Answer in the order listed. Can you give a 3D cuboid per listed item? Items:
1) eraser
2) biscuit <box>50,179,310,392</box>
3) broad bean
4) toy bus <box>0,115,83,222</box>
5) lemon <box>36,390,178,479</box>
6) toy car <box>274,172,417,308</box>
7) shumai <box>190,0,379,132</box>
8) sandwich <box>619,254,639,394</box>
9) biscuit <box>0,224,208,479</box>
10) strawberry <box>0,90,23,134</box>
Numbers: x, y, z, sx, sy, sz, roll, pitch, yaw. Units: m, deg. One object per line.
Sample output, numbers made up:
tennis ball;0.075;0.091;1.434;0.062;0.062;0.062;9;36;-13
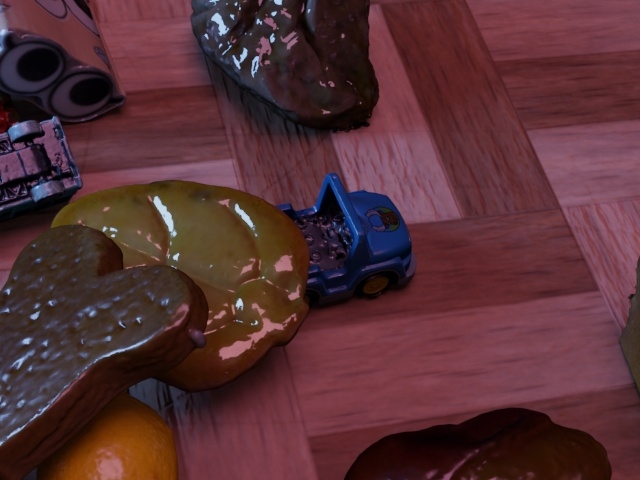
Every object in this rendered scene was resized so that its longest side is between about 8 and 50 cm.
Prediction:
eraser;-0.318;-0.270;1.265;0.087;0.171;0.291;-37;56;17
biscuit;-0.132;0.027;1.060;0.260;0.041;0.203;24;68;17
broad bean;0.129;0.207;0.978;0.228;0.156;0.122;-6;95;-22
toy bus;-0.317;-0.053;1.124;0.160;0.092;0.079;-20;87;-23
lemon;-0.170;0.184;0.951;0.114;0.114;0.155;-1;49;-10
toy car;0.000;0.000;1.129;0.191;0.100;0.097;-12;55;-19
shumai;-0.034;-0.245;1.260;0.183;0.185;0.218;-16;56;-20
sandwich;0.358;0.076;1.051;0.108;0.220;0.186;-3;53;-10
biscuit;-0.287;0.164;0.916;0.432;0.064;0.283;-46;38;-16
strawberry;-0.407;-0.132;1.176;0.208;0.087;0.167;-26;62;-24
